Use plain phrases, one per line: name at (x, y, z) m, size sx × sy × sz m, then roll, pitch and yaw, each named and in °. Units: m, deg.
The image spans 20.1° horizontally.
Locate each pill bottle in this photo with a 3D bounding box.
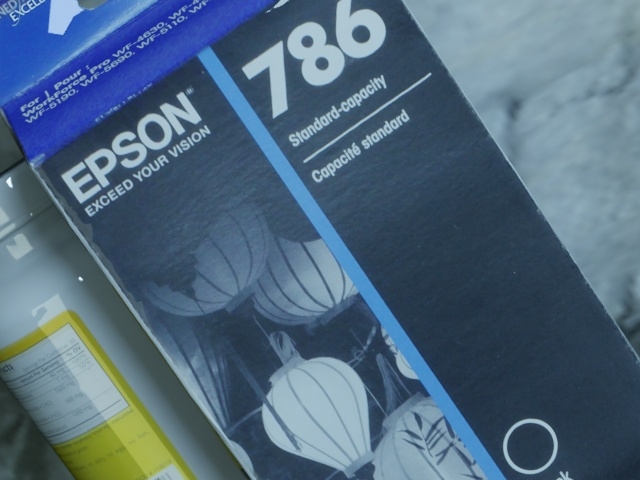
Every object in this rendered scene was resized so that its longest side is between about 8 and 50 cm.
pill bottle at (-0.093, 0.046, 0.824) m, size 0.103 × 0.103 × 0.184 m, roll -29°, pitch 100°, yaw 28°

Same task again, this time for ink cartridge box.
ink cartridge box at (0.000, 0.000, 0.754) m, size 0.165 × 0.065 × 0.332 m, roll -36°, pitch 98°, yaw -2°
